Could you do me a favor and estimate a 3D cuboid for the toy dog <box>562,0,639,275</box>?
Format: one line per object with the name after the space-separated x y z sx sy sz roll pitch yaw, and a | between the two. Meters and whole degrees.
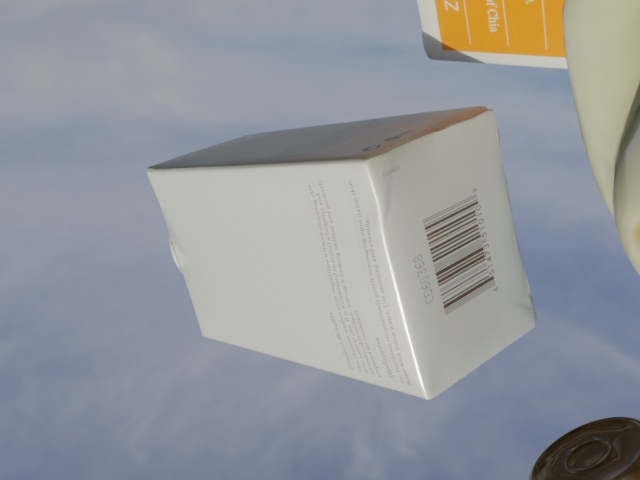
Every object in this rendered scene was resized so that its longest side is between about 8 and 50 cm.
0.232 -0.008 0.206 0.285 0.395 0.408 8 180 6 | toy dog

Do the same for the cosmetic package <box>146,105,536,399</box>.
0.000 0.000 0.803 0.156 0.217 0.385 -25 -161 -32 | cosmetic package

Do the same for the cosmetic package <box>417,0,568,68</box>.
0.293 -0.252 0.584 0.454 0.230 0.161 11 -129 30 | cosmetic package

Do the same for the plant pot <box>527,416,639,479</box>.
0.410 0.335 1.212 0.236 0.032 0.236 -32 -173 4 | plant pot
